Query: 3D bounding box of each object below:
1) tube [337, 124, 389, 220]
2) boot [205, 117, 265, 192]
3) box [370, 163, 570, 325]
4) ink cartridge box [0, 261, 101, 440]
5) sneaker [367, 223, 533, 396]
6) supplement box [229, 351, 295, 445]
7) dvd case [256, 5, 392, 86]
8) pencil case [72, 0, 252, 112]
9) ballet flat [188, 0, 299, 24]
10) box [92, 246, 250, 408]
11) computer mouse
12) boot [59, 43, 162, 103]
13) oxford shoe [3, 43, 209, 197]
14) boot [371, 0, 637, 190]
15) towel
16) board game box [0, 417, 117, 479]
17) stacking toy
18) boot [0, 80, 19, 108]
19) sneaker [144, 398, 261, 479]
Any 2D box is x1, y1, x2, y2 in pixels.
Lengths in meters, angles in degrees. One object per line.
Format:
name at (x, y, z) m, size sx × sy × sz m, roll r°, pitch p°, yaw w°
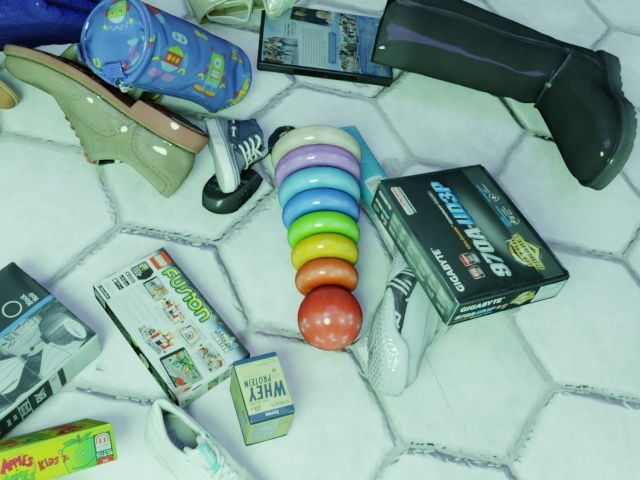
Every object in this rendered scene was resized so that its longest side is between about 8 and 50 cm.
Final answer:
tube at (0.066, -0.122, 1.167) m, size 0.080 × 0.052 × 0.207 m, roll -6°, pitch 50°, yaw -31°
boot at (-0.122, -0.139, 1.084) m, size 0.086 × 0.069 × 0.190 m, roll -9°, pitch 38°, yaw -12°
box at (0.192, -0.003, 0.939) m, size 0.175 × 0.051 × 0.220 m, roll -11°, pitch 51°, yaw -23°
ink cartridge box at (-0.443, 0.182, 0.840) m, size 0.165 × 0.065 × 0.332 m, roll 36°, pitch 57°, yaw 14°
sneaker at (0.195, 0.070, 0.996) m, size 0.210 × 0.137 × 0.365 m, roll 16°, pitch 50°, yaw 4°
supplement box at (-0.075, 0.198, 0.886) m, size 0.056 × 0.083 × 0.083 m, roll -11°, pitch 58°, yaw -19°
dvd case at (0.009, -0.374, 1.349) m, size 0.253 × 0.022 × 0.180 m, roll 6°, pitch 55°, yaw -7°
pencil case at (-0.225, -0.275, 1.086) m, size 0.120 × 0.306 × 0.133 m, roll 10°, pitch 95°, yaw 24°
ballet flat at (-0.121, -0.447, 1.326) m, size 0.249 × 0.086 × 0.086 m, roll -8°, pitch 56°, yaw 0°
box at (-0.201, 0.113, 0.951) m, size 0.114 × 0.036 × 0.207 m, roll -30°, pitch 65°, yaw -28°
computer mouse at (-0.105, -0.112, 1.136) m, size 0.071 × 0.041 × 0.242 m, roll 18°, pitch 45°, yaw 28°
boot at (-0.328, -0.303, 1.198) m, size 0.165 × 0.077 × 0.213 m, roll 25°, pitch 61°, yaw 8°
oxford shoe at (-0.346, -0.185, 1.071) m, size 0.348 × 0.123 × 0.130 m, roll 29°, pitch 99°, yaw 10°
boot at (0.304, -0.287, 1.249) m, size 0.446 × 0.146 × 0.367 m, roll 21°, pitch 41°, yaw -5°
towel at (-0.459, -0.340, 1.065) m, size 0.309 × 0.076 × 0.228 m, roll 1°, pitch 9°, yaw 22°
board game box at (-0.326, 0.239, 0.770) m, size 0.181 × 0.092 × 0.043 m, roll -8°, pitch 86°, yaw -36°
stacking toy at (0.000, 0.000, 1.023) m, size 0.141 × 0.141 × 0.330 m, roll 3°, pitch 60°, yaw -9°
boot at (-0.579, -0.198, 1.083) m, size 0.197 × 0.073 × 0.152 m, roll 18°, pitch 68°, yaw -22°
sneaker at (-0.128, 0.266, 0.821) m, size 0.212 × 0.094 × 0.080 m, roll 37°, pitch 55°, yaw 15°
